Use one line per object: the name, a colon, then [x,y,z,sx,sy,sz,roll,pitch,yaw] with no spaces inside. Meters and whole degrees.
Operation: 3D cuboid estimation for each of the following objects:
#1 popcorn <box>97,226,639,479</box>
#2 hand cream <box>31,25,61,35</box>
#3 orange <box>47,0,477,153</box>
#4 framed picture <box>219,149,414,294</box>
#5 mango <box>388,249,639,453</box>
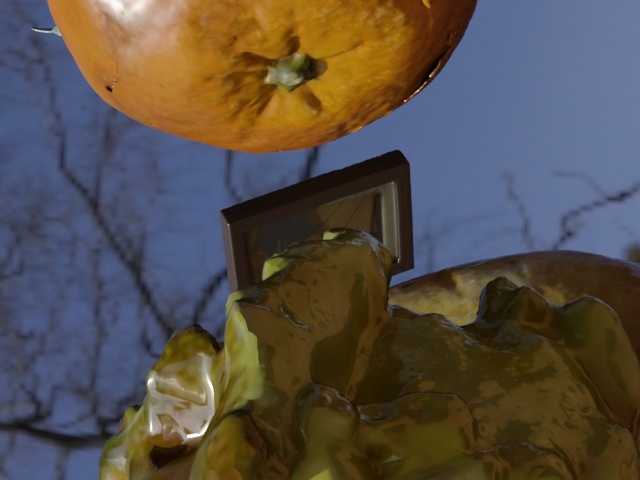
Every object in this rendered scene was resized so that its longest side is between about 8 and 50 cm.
popcorn: [0.019,0.129,0.903,0.237,0.293,0.293,5,-90,-14]
hand cream: [-0.057,-0.170,1.534,0.085,0.331,0.058,-27,-69,-66]
orange: [-0.037,-0.186,1.249,0.284,0.284,0.226,40,-146,-49]
framed picture: [0.000,0.000,1.728,0.168,0.023,0.128,-19,-46,-14]
mango: [0.086,0.105,1.269,0.176,0.329,0.176,-5,-96,-66]
